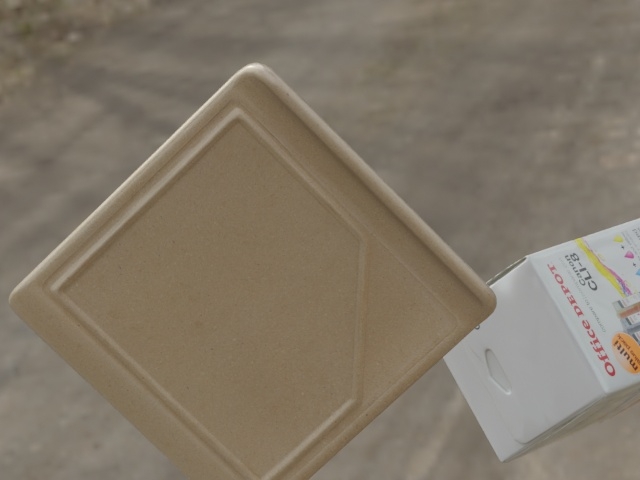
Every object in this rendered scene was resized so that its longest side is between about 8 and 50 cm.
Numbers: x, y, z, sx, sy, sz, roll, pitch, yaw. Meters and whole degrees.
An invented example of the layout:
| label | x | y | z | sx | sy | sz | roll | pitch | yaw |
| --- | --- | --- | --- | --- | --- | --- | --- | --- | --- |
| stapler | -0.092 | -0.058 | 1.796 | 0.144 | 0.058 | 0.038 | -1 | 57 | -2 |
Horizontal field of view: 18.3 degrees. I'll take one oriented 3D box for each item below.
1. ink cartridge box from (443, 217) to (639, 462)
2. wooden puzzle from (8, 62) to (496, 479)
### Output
| label | x | y | z | sx | sy | sz | roll | pitch | yaw |
| --- | --- | --- | --- | --- | --- | --- | --- | --- | --- |
| ink cartridge box | 0.203 | 0.078 | 1.579 | 0.176 | 0.128 | 0.127 | -16 | -18 | -47 |
| wooden puzzle | -0.043 | 0.037 | 1.259 | 0.238 | 0.221 | 0.044 | -42 | 10 | 16 |
